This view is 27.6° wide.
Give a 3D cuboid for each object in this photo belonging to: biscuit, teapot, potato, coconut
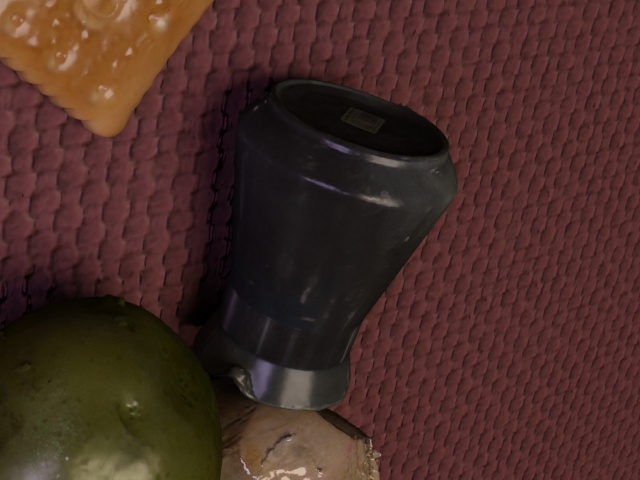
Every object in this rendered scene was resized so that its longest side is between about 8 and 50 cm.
[{"bbox_3d":[-0.115,-0.200,0.860,0.250,0.030,0.160,-54,139,-5],"label":"biscuit"},{"bbox_3d":[0.000,0.000,1.015,0.203,0.171,0.225,-42,155,-64],"label":"teapot"},{"bbox_3d":[-0.196,0.181,0.889,0.304,0.216,0.216,-51,139,-11],"label":"potato"},{"bbox_3d":[-0.061,0.197,1.051,0.194,0.194,0.194,-23,129,-33],"label":"coconut"}]
